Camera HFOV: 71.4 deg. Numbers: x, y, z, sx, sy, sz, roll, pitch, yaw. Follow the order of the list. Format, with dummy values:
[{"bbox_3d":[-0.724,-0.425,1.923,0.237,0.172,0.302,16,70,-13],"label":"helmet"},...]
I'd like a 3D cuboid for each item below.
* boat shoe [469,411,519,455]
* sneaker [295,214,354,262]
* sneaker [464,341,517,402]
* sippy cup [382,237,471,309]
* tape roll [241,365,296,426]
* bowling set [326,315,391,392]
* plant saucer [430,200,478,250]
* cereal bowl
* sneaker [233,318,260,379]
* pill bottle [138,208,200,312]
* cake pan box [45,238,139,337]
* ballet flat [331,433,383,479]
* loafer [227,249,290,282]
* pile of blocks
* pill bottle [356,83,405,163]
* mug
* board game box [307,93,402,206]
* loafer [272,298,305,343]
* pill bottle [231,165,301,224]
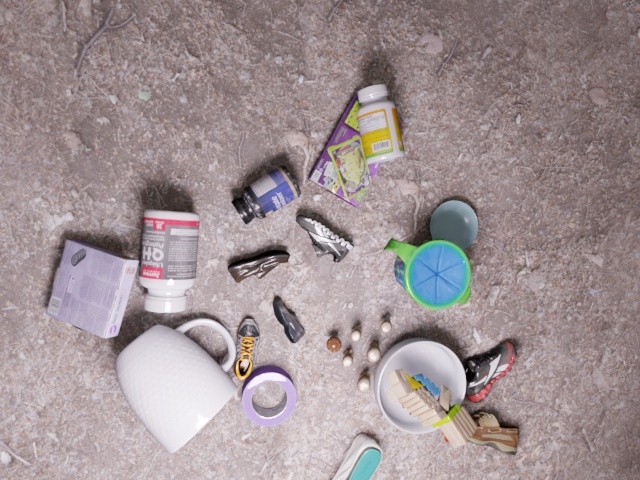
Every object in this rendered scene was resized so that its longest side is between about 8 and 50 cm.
[{"bbox_3d":[0.623,0.714,1.705,0.323,0.122,0.120,24,83,-18],"label":"boat shoe"},{"bbox_3d":[0.000,0.000,1.574,0.234,0.078,0.106,33,84,-12],"label":"sneaker"},{"bbox_3d":[0.630,0.479,1.697,0.135,0.097,0.276,44,86,-11],"label":"sneaker"},{"bbox_3d":[0.369,0.108,1.571,0.240,0.224,0.306,-20,96,-10],"label":"sippy cup"},{"bbox_3d":[-0.181,0.543,1.563,0.188,0.080,0.189,0,92,-10],"label":"tape roll"},{"bbox_3d":[0.129,0.375,1.599,0.199,0.154,0.287,24,89,8],"label":"bowling set"},{"bbox_3d":[0.498,-0.053,1.683,0.194,0.037,0.195,0,92,-9],"label":"plant saucer"},{"bbox_3d":[0.345,0.511,1.622,0.338,0.141,0.339,-1,94,-12],"label":"cereal bowl"},{"bbox_3d":[-0.254,0.380,1.542,0.084,0.083,0.215,5,90,-9],"label":"sneaker"},{"bbox_3d":[-0.488,0.063,1.438,0.176,0.176,0.319,4,91,-10],"label":"pill bottle"},{"bbox_3d":[-0.723,0.153,1.407,0.245,0.070,0.267,14,89,18],"label":"cake pan box"},{"bbox_3d":[0.088,0.878,1.603,0.139,0.139,0.400,31,91,-10],"label":"ballet flat"},{"bbox_3d":[-0.208,0.091,1.548,0.220,0.080,0.078,-15,105,-4],"label":"loafer"},{"bbox_3d":[0.360,0.560,1.520,0.362,0.149,0.113,40,129,-3],"label":"pile of blocks"},{"bbox_3d":[0.199,-0.394,1.519,0.136,0.136,0.246,-13,95,-10],"label":"pill bottle"},{"bbox_3d":[-0.442,0.416,1.434,0.328,0.276,0.374,48,59,1],"label":"mug"},{"bbox_3d":[0.126,-0.319,1.601,0.208,0.056,0.347,29,87,-6],"label":"board game box"},{"bbox_3d":[-0.113,0.278,1.582,0.061,0.062,0.170,-31,101,-30],"label":"loafer"},{"bbox_3d":[-0.186,-0.150,1.512,0.219,0.123,0.123,-33,98,-7],"label":"pill bottle"}]
